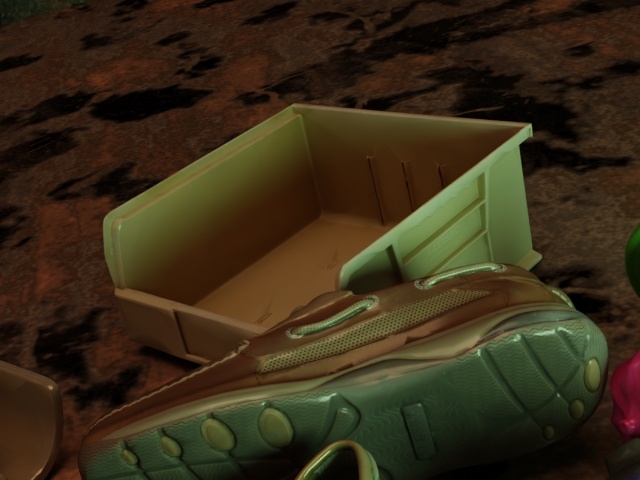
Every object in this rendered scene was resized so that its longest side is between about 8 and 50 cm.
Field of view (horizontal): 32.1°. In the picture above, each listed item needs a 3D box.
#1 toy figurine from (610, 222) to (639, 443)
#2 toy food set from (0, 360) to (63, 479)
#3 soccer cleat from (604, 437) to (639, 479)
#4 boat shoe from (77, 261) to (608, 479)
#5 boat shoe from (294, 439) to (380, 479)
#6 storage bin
[{"bbox_3d":[0.247,0.083,0.676,0.173,0.130,0.159,23,52,15],"label":"toy figurine"},{"bbox_3d":[-0.358,0.172,0.774,0.220,0.092,0.306,10,34,40],"label":"toy food set"},{"bbox_3d":[0.280,0.135,0.561,0.289,0.093,0.121,-14,45,-5],"label":"soccer cleat"},{"bbox_3d":[0.011,0.096,0.699,0.324,0.123,0.116,-13,34,-4],"label":"boat shoe"},{"bbox_3d":[-0.034,0.214,0.532,0.104,0.089,0.285,-1,29,23],"label":"boat shoe"},{"bbox_3d":[0.000,0.000,0.911,0.262,0.123,0.260,12,35,41],"label":"storage bin"}]
